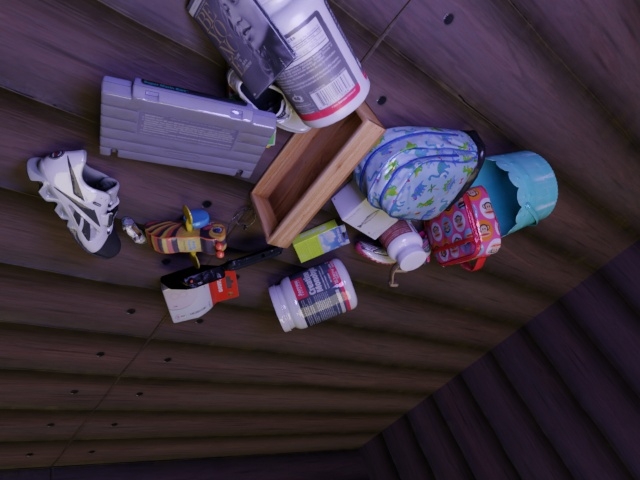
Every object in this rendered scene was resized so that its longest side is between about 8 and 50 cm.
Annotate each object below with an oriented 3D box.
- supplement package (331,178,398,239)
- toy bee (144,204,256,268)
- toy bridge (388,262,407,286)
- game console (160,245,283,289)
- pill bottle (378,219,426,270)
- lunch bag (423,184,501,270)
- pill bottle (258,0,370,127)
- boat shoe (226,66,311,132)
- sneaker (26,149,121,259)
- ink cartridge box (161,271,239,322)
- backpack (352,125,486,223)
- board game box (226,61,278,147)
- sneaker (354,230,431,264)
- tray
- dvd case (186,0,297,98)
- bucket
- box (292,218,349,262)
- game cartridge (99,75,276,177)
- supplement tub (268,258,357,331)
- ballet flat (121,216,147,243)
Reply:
[{"bbox_3d":[0.139,-0.097,1.498,0.105,0.105,0.179,-42,137,21],"label":"supplement package"},{"bbox_3d":[-0.323,-0.017,1.307,0.299,0.162,0.195,-26,130,-2],"label":"toy bee"},{"bbox_3d":[0.315,0.112,1.883,0.063,0.026,0.188,3,133,-28],"label":"toy bridge"},{"bbox_3d":[-0.286,0.074,1.450,0.362,0.213,0.043,-19,99,-31],"label":"game console"},{"bbox_3d":[0.257,-0.009,1.567,0.121,0.216,0.121,-14,139,-12],"label":"pill bottle"},{"bbox_3d":[0.459,-0.025,1.560,0.120,0.257,0.293,-11,172,-15],"label":"lunch bag"},{"bbox_3d":[-0.042,-0.406,0.986,0.176,0.176,0.318,-32,127,9],"label":"pill bottle"},{"bbox_3d":[-0.105,-0.307,1.104,0.258,0.084,0.095,20,122,-42],"label":"boat shoe"},{"bbox_3d":[-0.541,-0.079,1.162,0.147,0.122,0.330,-19,141,-4],"label":"sneaker"},{"bbox_3d":[-0.389,0.176,1.579,0.233,0.066,0.189,-9,139,-11],"label":"ink cartridge box"},{"bbox_3d":[0.268,-0.191,1.362,0.356,0.273,0.290,12,132,-26],"label":"backpack"},{"bbox_3d":[-0.164,-0.321,1.153,0.124,0.039,0.259,-8,141,-19],"label":"board game box"},{"bbox_3d":[0.257,0.017,1.697,0.300,0.121,0.111,0,106,-25],"label":"sneaker"},{"bbox_3d":[-0.024,-0.192,1.231,0.076,0.202,0.411,15,127,-40],"label":"tray"},{"bbox_3d":[-0.155,-0.399,0.913,0.018,0.221,0.165,-45,-167,-33],"label":"dvd case"},{"bbox_3d":[0.603,-0.154,1.549,0.183,0.281,0.281,-15,140,-19],"label":"bucket"},{"bbox_3d":[0.000,0.000,1.585,0.178,0.042,0.109,-23,141,-2],"label":"box"},{"bbox_3d":[-0.299,-0.244,1.071,0.356,0.068,0.230,7,150,-23],"label":"game cartridge"},{"bbox_3d":[-0.026,0.192,1.670,0.273,0.191,0.191,-21,141,-5],"label":"supplement tub"},{"bbox_3d":[-0.509,-0.016,1.314,0.041,0.041,0.114,-24,141,0],"label":"ballet flat"}]
